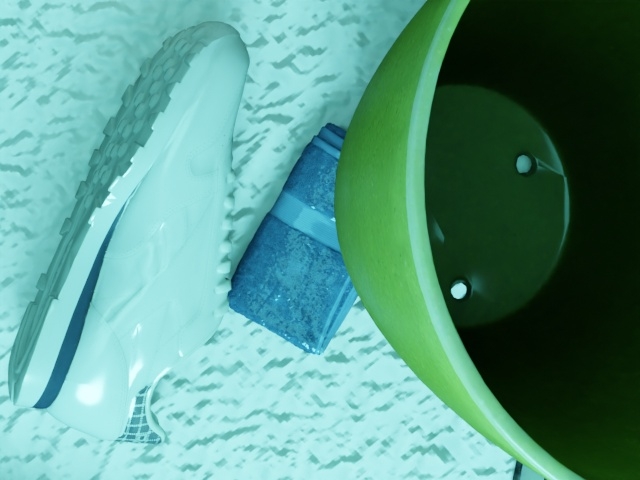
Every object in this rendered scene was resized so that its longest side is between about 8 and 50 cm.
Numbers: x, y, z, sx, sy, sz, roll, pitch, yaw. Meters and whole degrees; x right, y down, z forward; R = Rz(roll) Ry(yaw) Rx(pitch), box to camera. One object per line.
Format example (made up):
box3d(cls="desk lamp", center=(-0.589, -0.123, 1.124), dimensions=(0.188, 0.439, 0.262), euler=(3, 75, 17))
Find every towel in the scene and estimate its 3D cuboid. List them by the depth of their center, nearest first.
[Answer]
box3d(cls="towel", center=(0.000, 0.000, 0.983), dimensions=(0.067, 0.029, 0.119), euler=(30, 95, -3))

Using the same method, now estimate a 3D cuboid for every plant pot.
box3d(cls="plant pot", center=(0.116, -0.018, 0.836), dimensions=(0.275, 0.293, 0.275), euler=(0, 89, -19))

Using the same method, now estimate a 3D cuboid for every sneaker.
box3d(cls="sneaker", center=(-0.085, -0.004, 0.963), dimensions=(0.095, 0.090, 0.235), euler=(23, 99, -16))

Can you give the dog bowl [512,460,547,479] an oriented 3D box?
box3d(cls="dog bowl", center=(0.310, 0.174, 0.946), dimensions=(0.408, 0.150, 0.408), euler=(0, 96, 0))
